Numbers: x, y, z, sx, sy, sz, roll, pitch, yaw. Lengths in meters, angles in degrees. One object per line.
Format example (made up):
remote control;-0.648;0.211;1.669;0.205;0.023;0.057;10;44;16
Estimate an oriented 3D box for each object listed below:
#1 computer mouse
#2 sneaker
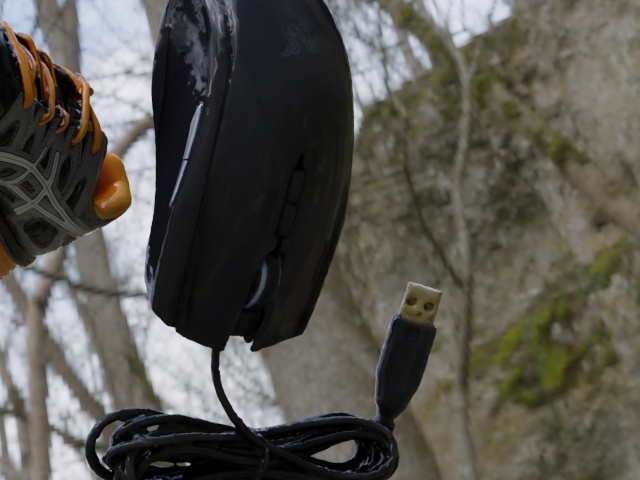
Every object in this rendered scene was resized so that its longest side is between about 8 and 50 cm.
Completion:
computer mouse;0.000;0.000;0.733;0.184;0.262;0.060;11;-3;-38
sneaker;-0.138;-0.055;0.701;0.083;0.084;0.215;-17;-21;-5
